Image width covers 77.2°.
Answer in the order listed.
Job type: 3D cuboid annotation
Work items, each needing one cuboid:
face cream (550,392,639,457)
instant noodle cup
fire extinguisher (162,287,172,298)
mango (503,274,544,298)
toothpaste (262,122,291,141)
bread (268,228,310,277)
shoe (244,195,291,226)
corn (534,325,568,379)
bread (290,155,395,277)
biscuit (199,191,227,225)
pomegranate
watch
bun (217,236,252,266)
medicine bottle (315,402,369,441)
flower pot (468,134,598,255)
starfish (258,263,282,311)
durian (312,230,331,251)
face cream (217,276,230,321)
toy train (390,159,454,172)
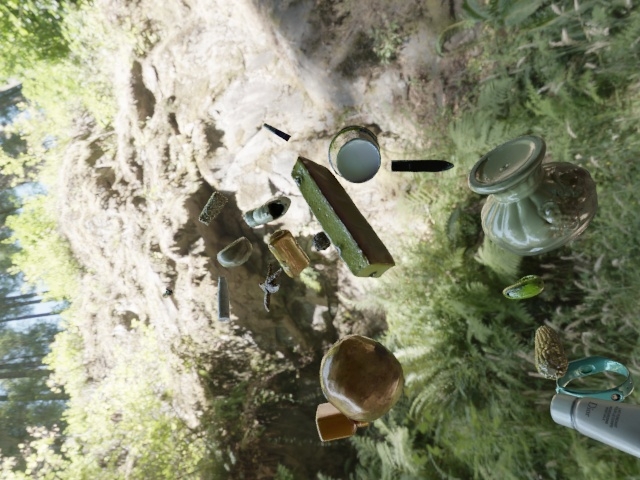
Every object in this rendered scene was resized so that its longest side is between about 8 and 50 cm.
[{"bbox_3d":[0.714,0.437,0.941,0.089,0.314,0.143,44,-114,-22],"label":"face cream"},{"bbox_3d":[0.132,-0.297,1.443,0.153,0.204,0.205,-100,-12,-66],"label":"instant noodle cup"},{"bbox_3d":[-0.479,0.164,1.251,0.028,0.083,0.022,40,-120,-14],"label":"fire extinguisher"},{"bbox_3d":[0.819,0.196,1.617,0.074,0.165,0.091,53,-135,0],"label":"mango"},{"bbox_3d":[-0.122,-0.304,1.122,0.024,0.083,0.015,-59,-2,-19],"label":"toothpaste"},{"bbox_3d":[-0.163,0.063,2.050,0.142,0.091,0.305,-43,-45,-15],"label":"bread"},{"bbox_3d":[-0.252,-0.180,2.306,0.342,0.210,0.132,-32,-74,-46],"label":"shoe"},{"bbox_3d":[0.718,0.346,1.255,0.288,0.086,0.087,-25,-77,-61],"label":"corn"},{"bbox_3d":[0.050,-0.064,1.050,0.138,0.077,0.362,6,-135,-53],"label":"bread"},{"bbox_3d":[-0.516,-0.153,1.918,0.070,0.169,0.082,33,-176,-23],"label":"biscuit"},{"bbox_3d":[0.133,0.446,1.309,0.281,0.281,0.282,37,-133,-56],"label":"pomegranate"},{"bbox_3d":[0.958,0.498,1.418,0.068,0.237,0.195,62,-157,-13],"label":"watch"},{"bbox_3d":[-0.410,0.067,1.962,0.114,0.173,0.167,57,-148,-11],"label":"bun"},{"bbox_3d":[0.099,0.784,1.772,0.149,0.221,0.112,-57,-47,-82],"label":"medicine bottle"},{"bbox_3d":[0.570,-0.133,1.116,0.244,0.307,0.308,43,-142,-20],"label":"flower pot"},{"bbox_3d":[-0.231,0.207,1.831,0.043,0.227,0.241,12,-119,-24],"label":"starfish"},{"bbox_3d":[0.000,0.000,1.528,0.091,0.080,0.080,46,-171,29],"label":"durian"},{"bbox_3d":[-0.276,0.164,1.139,0.034,0.034,0.130,40,-146,-54],"label":"face cream"},{"bbox_3d":[0.415,-0.304,1.643,0.048,0.251,0.055,-21,-66,-73],"label":"toy train"}]
